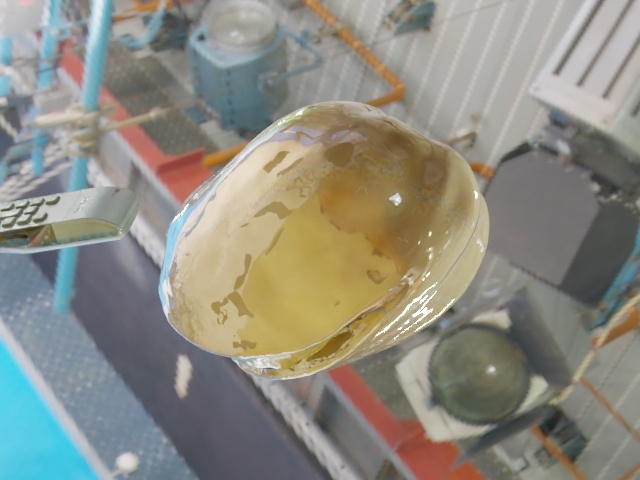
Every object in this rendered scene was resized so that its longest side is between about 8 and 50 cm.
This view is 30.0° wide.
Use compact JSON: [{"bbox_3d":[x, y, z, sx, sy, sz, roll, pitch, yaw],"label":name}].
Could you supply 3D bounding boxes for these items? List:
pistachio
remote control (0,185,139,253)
[{"bbox_3d":[0.000,0.000,1.018,0.321,0.238,0.229,-20,-47,42],"label":"pistachio"},{"bbox_3d":[-0.215,-0.007,0.845,0.065,0.166,0.029,-81,161,-65],"label":"remote control"}]
